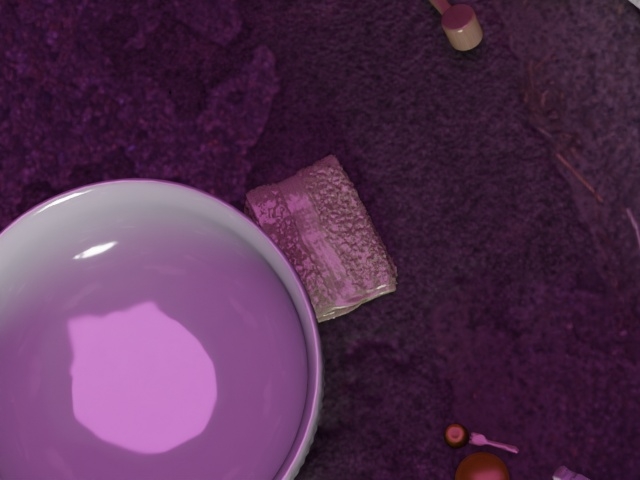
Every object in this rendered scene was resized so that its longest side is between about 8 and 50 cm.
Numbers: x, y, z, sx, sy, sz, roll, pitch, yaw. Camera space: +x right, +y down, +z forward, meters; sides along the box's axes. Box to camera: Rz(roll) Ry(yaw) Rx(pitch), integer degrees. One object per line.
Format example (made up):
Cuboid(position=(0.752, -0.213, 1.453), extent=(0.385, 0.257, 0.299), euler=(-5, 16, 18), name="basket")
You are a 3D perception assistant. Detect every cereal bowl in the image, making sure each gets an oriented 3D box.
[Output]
Cuboid(position=(-0.158, 0.124, 1.314), extent=(0.339, 0.141, 0.339), euler=(-1, 76, 5), name="cereal bowl")

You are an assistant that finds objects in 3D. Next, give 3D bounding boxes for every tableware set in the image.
Cuboid(position=(0.108, 0.238, 1.321), extent=(0.104, 0.024, 0.154), euler=(17, 79, 13), name="tableware set")

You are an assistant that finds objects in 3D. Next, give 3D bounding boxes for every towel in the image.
Cuboid(position=(0.000, 0.000, 1.391), extent=(0.110, 0.027, 0.148), euler=(-24, 74, -2), name="towel")

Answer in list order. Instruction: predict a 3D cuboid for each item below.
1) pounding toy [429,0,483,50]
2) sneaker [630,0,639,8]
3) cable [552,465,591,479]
Cuboid(position=(0.148, -0.289, 1.398), extent=(0.181, 0.094, 0.206), euler=(5, 67, 22), name="pounding toy")
Cuboid(position=(0.430, -0.269, 1.364), extent=(0.323, 0.130, 0.236), euler=(42, 89, 21), name="sneaker")
Cuboid(position=(0.245, 0.349, 1.243), extent=(0.257, 0.089, 0.257), euler=(25, 80, 11), name="cable")
